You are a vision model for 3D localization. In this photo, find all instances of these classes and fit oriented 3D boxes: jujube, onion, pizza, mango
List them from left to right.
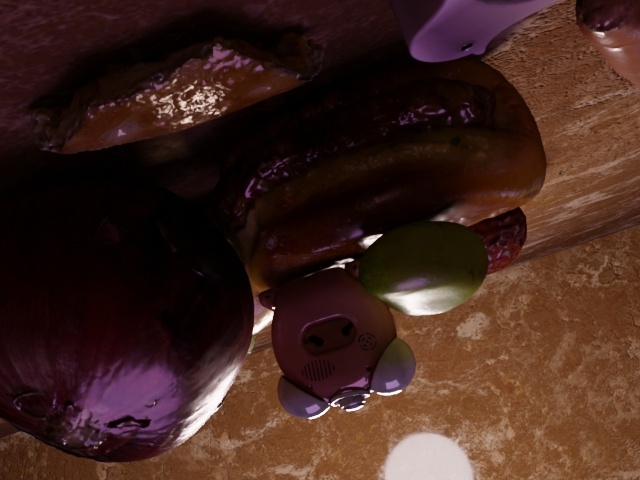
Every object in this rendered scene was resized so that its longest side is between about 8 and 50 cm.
[{"bbox_3d":[-0.236,0.078,0.840,0.341,0.341,0.341,-17,167,-4],"label":"onion"},{"bbox_3d":[-0.129,-0.135,0.670,0.271,0.056,0.134,-18,170,7],"label":"pizza"},{"bbox_3d":[0.109,0.028,0.760,0.117,0.089,0.163,-20,167,18],"label":"mango"},{"bbox_3d":[0.318,-0.014,1.537,0.243,0.183,0.183,-6,162,-46],"label":"jujube"}]

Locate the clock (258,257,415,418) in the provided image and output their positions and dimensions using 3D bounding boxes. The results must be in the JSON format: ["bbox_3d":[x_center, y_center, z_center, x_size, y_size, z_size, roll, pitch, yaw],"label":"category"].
[{"bbox_3d":[0.015,0.116,0.865,0.166,0.162,0.093,-20,165,11],"label":"clock"}]

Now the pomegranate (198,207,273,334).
[{"bbox_3d":[-0.133,0.037,1.097,0.215,0.215,0.215,-17,167,-4],"label":"pomegranate"}]

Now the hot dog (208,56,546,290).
[{"bbox_3d":[0.043,-0.076,0.861,0.405,0.185,0.223,-22,166,18],"label":"hot dog"}]

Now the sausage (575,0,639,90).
[{"bbox_3d":[0.390,-0.232,0.886,0.094,0.094,0.419,-49,154,22],"label":"sausage"}]

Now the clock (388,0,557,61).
[{"bbox_3d":[0.117,-0.235,0.530,0.290,0.080,0.275,-5,162,-43],"label":"clock"}]

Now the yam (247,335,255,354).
[{"bbox_3d":[-0.265,0.182,1.539,0.195,0.195,0.300,-21,168,12],"label":"yam"}]
